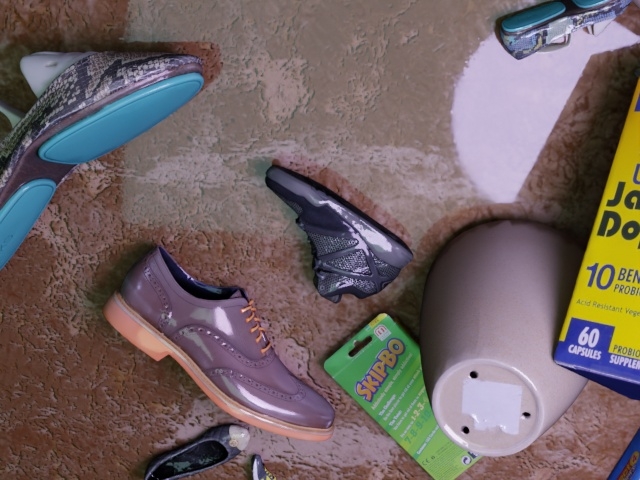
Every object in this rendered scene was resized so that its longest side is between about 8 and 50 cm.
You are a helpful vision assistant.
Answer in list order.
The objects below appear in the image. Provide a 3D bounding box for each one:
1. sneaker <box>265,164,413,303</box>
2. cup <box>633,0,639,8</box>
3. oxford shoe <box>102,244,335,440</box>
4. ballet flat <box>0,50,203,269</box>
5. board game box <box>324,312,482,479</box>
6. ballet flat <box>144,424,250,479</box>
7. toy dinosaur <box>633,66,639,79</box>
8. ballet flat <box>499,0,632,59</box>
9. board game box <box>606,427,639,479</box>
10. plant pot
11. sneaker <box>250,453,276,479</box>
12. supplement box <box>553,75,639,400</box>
[{"bbox_3d":[0.000,0.000,1.315,0.227,0.087,0.130,36,98,-12],"label":"sneaker"},{"bbox_3d":[0.502,-0.323,1.101,0.331,0.331,0.237,-31,125,11],"label":"cup"},{"bbox_3d":[-0.116,0.146,1.346,0.364,0.130,0.132,34,99,-6],"label":"oxford shoe"},{"bbox_3d":[-0.377,-0.131,1.280,0.483,0.164,0.182,-39,80,15],"label":"ballet flat"},{"bbox_3d":[0.134,0.224,1.397,0.124,0.039,0.259,-42,102,13],"label":"board game box"},{"bbox_3d":[-0.179,0.321,1.436,0.173,0.049,0.057,-26,103,10],"label":"ballet flat"},{"bbox_3d":[0.520,-0.172,1.198,0.268,0.118,0.064,15,102,45],"label":"toy dinosaur"},{"bbox_3d":[0.320,-0.280,1.236,0.188,0.070,0.070,-18,104,10],"label":"ballet flat"},{"bbox_3d":[0.584,0.356,1.378,0.302,0.086,0.308,26,106,-4],"label":"board game box"},{"bbox_3d":[0.227,0.138,1.213,0.256,0.274,0.256,6,112,16],"label":"plant pot"},{"bbox_3d":[-0.082,0.353,1.453,0.035,0.031,0.083,-11,109,-7],"label":"sneaker"},{"bbox_3d":[0.440,0.013,1.107,0.195,0.194,0.356,26,79,-41],"label":"supplement box"}]
